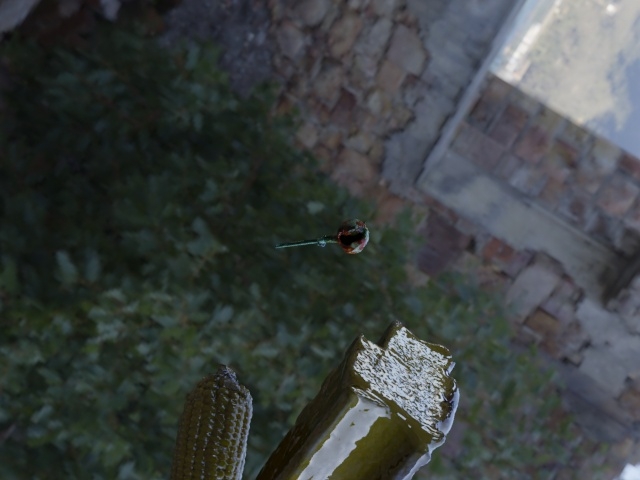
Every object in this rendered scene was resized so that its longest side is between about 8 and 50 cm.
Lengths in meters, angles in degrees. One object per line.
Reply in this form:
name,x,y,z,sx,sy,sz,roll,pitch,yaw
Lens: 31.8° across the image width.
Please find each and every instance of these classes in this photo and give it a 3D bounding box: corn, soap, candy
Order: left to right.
corn,-0.143,0.287,1.445,0.097,0.097,0.262,107,-8,-69
candy,0.000,0.000,1.837,0.049,0.184,0.055,23,66,-51
soap,0.028,0.248,1.280,0.281,0.143,0.259,-57,178,20
